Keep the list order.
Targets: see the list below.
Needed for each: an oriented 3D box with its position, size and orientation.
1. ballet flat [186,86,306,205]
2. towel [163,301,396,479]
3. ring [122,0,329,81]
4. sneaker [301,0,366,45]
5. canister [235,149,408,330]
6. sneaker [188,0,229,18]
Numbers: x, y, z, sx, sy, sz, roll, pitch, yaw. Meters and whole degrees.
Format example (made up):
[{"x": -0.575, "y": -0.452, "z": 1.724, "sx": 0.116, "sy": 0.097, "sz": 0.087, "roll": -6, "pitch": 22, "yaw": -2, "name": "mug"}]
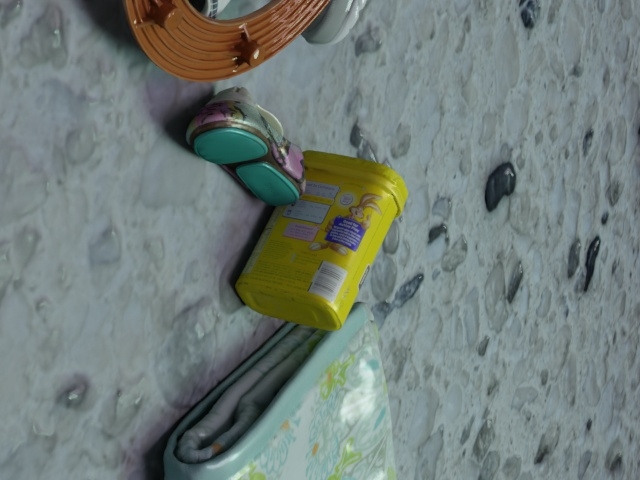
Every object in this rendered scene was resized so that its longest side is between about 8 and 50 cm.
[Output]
[{"x": -0.071, "y": -0.100, "z": 1.484, "sx": 0.221, "sy": 0.077, "sz": 0.079, "roll": 39, "pitch": 45, "yaw": -64, "name": "ballet flat"}, {"x": -0.032, "y": 0.270, "z": 1.631, "sx": 0.374, "sy": 0.090, "sz": 0.320, "roll": -40, "pitch": 131, "yaw": -51, "name": "towel"}, {"x": -0.040, "y": -0.284, "z": 1.325, "sx": 0.336, "sy": 0.032, "sz": 0.336, "roll": -38, "pitch": 148, "yaw": -30, "name": "ring"}, {"x": -0.013, "y": -0.331, "z": 1.523, "sx": 0.115, "sy": 0.105, "sz": 0.281, "roll": -8, "pitch": 113, "yaw": -26, "name": "sneaker"}, {"x": 0.000, "y": 0.000, "z": 1.576, "sx": 0.170, "sy": 0.126, "sz": 0.073, "roll": -63, "pitch": 150, "yaw": -26, "name": "canister"}, {"x": -0.129, "y": -0.275, "z": 1.308, "sx": 0.094, "sy": 0.090, "sz": 0.235, "roll": -58, "pitch": 144, "yaw": -19, "name": "sneaker"}]
